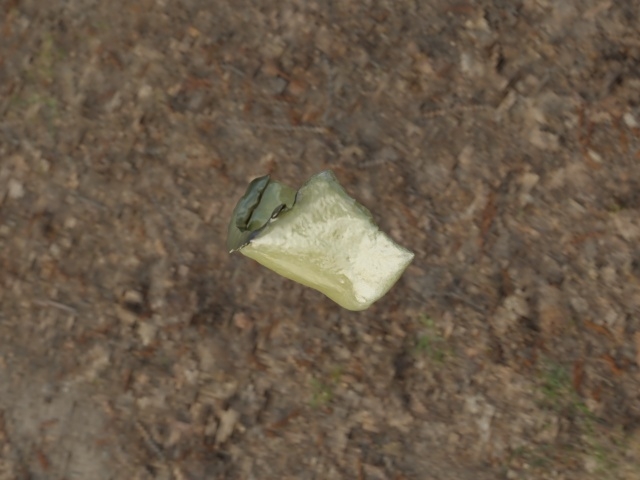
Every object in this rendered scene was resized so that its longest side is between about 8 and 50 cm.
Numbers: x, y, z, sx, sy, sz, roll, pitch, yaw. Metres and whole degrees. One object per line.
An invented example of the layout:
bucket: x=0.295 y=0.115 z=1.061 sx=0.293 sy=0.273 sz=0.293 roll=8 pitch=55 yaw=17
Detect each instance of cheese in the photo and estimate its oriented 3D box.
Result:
cheese: x=0.000 y=0.001 z=0.499 sx=0.041 sy=0.060 sz=0.084 roll=-59 pitch=13 yaw=-8
